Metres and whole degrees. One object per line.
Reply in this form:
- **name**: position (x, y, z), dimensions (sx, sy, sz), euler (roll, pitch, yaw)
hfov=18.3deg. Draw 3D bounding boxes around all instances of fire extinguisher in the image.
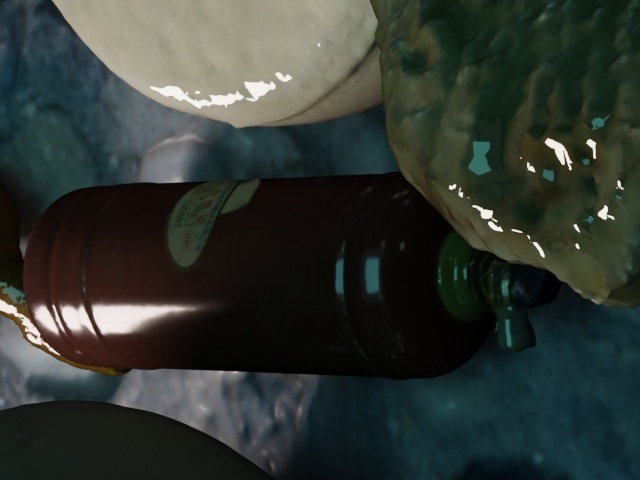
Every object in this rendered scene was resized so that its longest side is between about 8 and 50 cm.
- **fire extinguisher**: position (0.000, 0.000, 0.985), dimensions (0.344, 0.102, 0.138), euler (-2, 96, 40)

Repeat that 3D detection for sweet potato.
- **sweet potato**: position (-0.209, -0.002, 1.184), dimensions (0.269, 0.075, 0.074), euler (36, 112, 31)

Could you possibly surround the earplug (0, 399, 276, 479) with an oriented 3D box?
- **earplug**: position (-0.152, 0.273, 0.980), dimensions (0.312, 0.313, 0.394), euler (43, 115, 32)

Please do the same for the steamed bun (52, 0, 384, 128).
- **steamed bun**: position (-0.011, -0.199, 0.947), dimensions (0.283, 0.177, 0.283), euler (19, 121, 35)

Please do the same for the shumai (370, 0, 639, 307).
- **shumai**: position (0.195, -0.060, 0.740), dimensions (0.304, 0.263, 0.309), euler (0, 53, 55)
